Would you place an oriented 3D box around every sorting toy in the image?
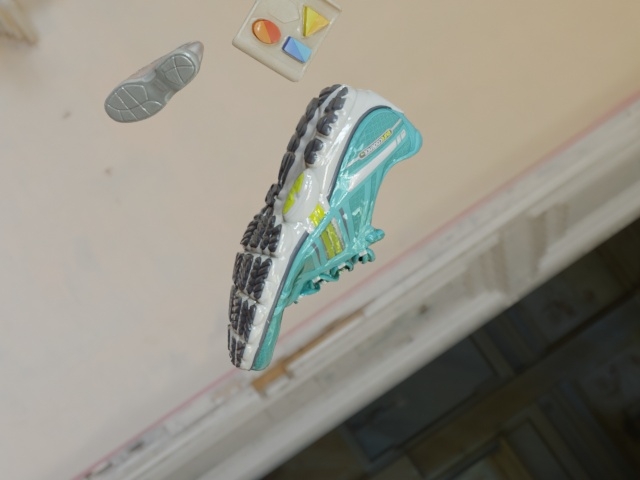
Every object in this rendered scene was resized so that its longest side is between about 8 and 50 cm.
[{"bbox_3d":[-0.032,-0.150,0.915,0.083,0.062,0.012,29,8,-27],"label":"sorting toy"}]

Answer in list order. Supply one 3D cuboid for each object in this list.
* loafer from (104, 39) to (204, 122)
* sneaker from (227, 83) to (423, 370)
[{"bbox_3d":[-0.160,-0.156,1.336,0.045,0.125,0.039,49,36,-18],"label":"loafer"},{"bbox_3d":[0.000,0.000,1.207,0.110,0.275,0.107,25,8,-20],"label":"sneaker"}]
